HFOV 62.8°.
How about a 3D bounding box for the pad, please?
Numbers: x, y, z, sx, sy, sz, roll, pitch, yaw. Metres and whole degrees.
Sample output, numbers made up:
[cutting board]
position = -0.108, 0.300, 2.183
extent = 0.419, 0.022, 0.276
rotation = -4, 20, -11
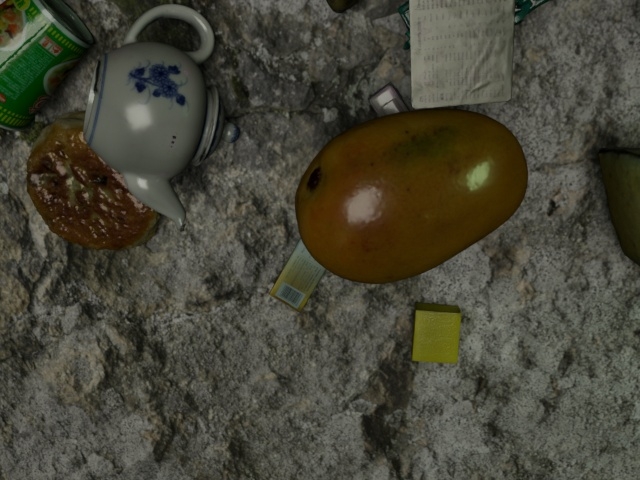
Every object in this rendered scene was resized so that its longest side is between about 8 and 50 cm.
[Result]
[pad]
position = 0.214, -0.338, 0.793
extent = 0.160, 0.009, 0.264
rotation = -4, 110, 4

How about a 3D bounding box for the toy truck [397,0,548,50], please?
[toy truck]
position = 0.296, -0.415, 0.860
extent = 0.363, 0.178, 0.176
rotation = -30, 100, 13

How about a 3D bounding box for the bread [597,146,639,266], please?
[bread]
position = 0.676, -0.024, 0.888
extent = 0.396, 0.239, 0.263
rotation = 3, 107, 8

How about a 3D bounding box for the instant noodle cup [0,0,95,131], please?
[instant noodle cup]
position = -0.571, -0.361, 1.011
extent = 0.233, 0.207, 0.207
rotation = -38, 98, 9

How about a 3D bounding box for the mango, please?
[mango]
position = 0.171, -0.079, 0.913
extent = 0.446, 0.232, 0.300
rotation = -11, 125, -18

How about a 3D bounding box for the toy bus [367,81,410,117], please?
[toy bus]
position = 0.145, -0.232, 0.989
extent = 0.060, 0.075, 0.123
rotation = -34, 99, 16

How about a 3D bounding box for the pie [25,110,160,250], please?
[pie]
position = -0.485, -0.115, 1.117
extent = 0.315, 0.092, 0.315
rotation = 3, 109, 8

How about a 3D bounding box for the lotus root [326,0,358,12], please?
[lotus root]
position = 0.049, -0.493, 0.915
extent = 0.081, 0.089, 0.179
rotation = 29, 122, 45

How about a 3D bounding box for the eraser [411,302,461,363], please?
[eraser]
position = 0.247, 0.199, 1.125
extent = 0.097, 0.045, 0.122
rotation = 2, 106, 8

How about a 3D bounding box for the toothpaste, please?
[toothpaste]
position = 0.000, 0.000, 1.088
extent = 0.089, 0.071, 0.312
rotation = 31, 109, 1

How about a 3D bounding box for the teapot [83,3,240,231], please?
[teapot]
position = -0.283, -0.232, 0.983
extent = 0.280, 0.252, 0.423
rotation = 9, 86, -29
